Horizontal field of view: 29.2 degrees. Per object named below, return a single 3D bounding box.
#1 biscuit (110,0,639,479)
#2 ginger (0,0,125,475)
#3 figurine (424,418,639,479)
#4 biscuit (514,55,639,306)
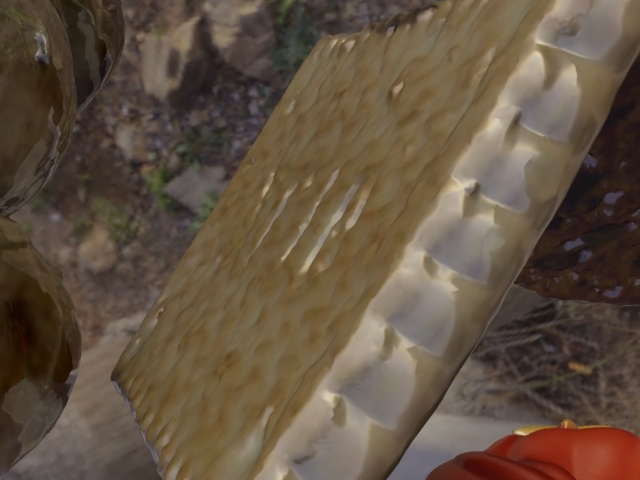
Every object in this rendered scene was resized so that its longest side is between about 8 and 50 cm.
[{"bbox_3d":[0.000,0.000,0.475,0.044,0.217,0.325,32,174,-14],"label":"biscuit"},{"bbox_3d":[-0.191,-0.017,0.580,0.176,0.256,0.375,-10,65,19],"label":"ginger"},{"bbox_3d":[0.069,0.174,0.516,0.181,0.257,0.208,52,162,37],"label":"figurine"},{"bbox_3d":[0.244,-0.076,0.800,0.334,0.289,0.081,-39,43,29],"label":"biscuit"}]
